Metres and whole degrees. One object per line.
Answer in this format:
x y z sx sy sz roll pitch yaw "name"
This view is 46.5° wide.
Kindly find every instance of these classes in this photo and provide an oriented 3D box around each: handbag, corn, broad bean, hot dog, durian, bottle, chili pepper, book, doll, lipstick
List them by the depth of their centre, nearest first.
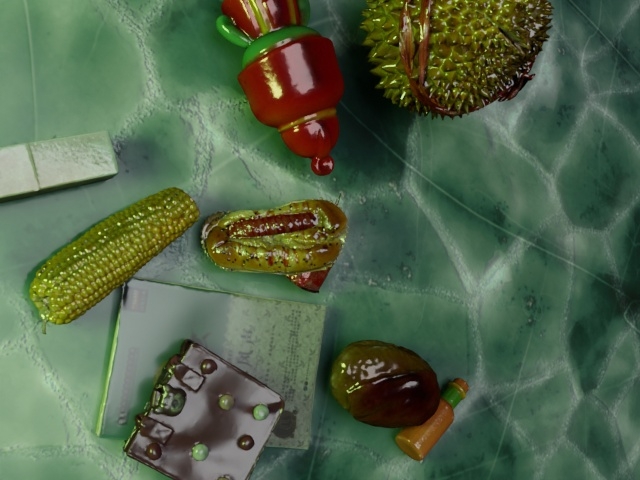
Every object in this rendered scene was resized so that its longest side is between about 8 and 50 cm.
-0.491 -0.090 1.091 0.372 0.080 0.076 -16 92 -30 "lipstick"
-0.327 0.019 1.162 0.310 0.101 0.101 -43 106 -25 "corn"
-0.183 0.292 1.200 0.216 0.074 0.203 36 71 -22 "handbag"
-0.172 0.215 1.269 0.380 0.031 0.264 11 82 -28 "book"
-0.077 -0.005 1.272 0.253 0.069 0.131 -4 78 -3 "hot dog"
-0.050 -0.286 1.305 0.183 0.160 0.362 -24 98 -30 "doll"
0.244 -0.380 1.349 0.348 0.384 0.347 4 79 -20 "durian"
0.000 0.000 1.352 0.084 0.086 0.192 24 83 3 "chili pepper"
0.118 0.267 1.378 0.229 0.122 0.156 19 95 -21 "broad bean"
0.227 0.344 1.463 0.187 0.069 0.069 -41 105 -28 "bottle"
